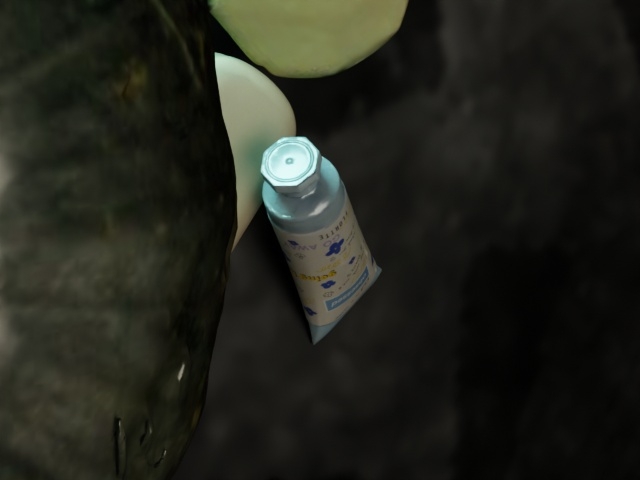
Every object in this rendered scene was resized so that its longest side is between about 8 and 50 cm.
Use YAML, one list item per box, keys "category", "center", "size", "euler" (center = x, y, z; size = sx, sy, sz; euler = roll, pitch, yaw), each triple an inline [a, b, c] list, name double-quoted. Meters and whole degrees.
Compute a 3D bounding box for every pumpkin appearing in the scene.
- category: "pumpkin"
  center: [-0.245, -0.017, 0.419]
  size: [0.454, 0.344, 0.454]
  euler: [-5, 99, -38]

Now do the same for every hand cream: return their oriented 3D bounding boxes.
- category: "hand cream"
  center: [0.000, 0.000, 0.742]
  size: [0.065, 0.043, 0.170]
  euler: [-46, 153, -14]

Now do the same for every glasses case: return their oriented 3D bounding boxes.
- category: "glasses case"
  center: [-0.088, -0.009, 0.704]
  size: [0.083, 0.050, 0.196]
  euler: [38, 80, -32]

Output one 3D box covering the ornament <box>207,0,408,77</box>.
- category: "ornament"
  center: [0.020, -0.182, 0.653]
  size: [0.201, 0.059, 0.180]
  euler: [-24, 127, 22]
